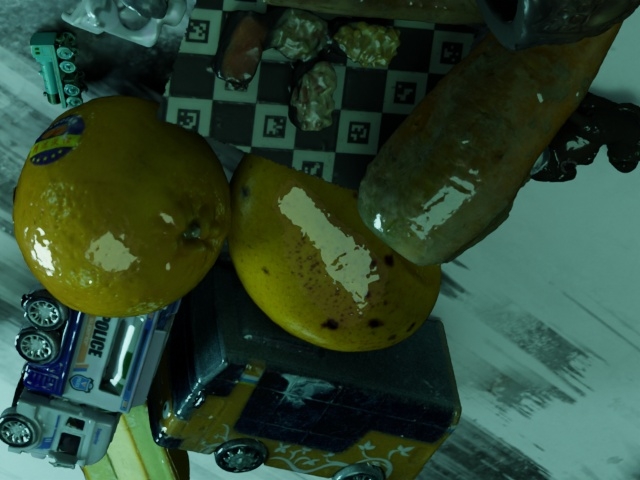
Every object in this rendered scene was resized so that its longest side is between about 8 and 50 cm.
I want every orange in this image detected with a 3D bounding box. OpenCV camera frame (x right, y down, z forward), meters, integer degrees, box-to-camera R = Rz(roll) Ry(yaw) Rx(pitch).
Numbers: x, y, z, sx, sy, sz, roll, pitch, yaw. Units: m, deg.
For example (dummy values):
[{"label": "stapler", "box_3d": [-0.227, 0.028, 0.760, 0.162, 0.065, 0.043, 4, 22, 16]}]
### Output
[{"label": "orange", "box_3d": [-0.191, -0.033, 1.658, 0.193, 0.219, 0.219, -6, 139, 25]}]

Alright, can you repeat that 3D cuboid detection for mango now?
[{"label": "mango", "box_3d": [0.000, 0.000, 1.761, 0.191, 0.160, 0.290, -17, 131, 21]}]

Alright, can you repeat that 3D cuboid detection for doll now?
[{"label": "doll", "box_3d": [0.265, -0.104, 1.753, 0.165, 0.057, 0.139, 29, 124, -37]}]

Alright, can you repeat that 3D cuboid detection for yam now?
[{"label": "yam", "box_3d": [0.056, -0.232, 1.576, 0.241, 0.057, 0.057, 1, 137, -21]}]

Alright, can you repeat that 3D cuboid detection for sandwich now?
[{"label": "sandwich", "box_3d": [-0.240, 0.217, 1.966, 0.117, 0.144, 0.187, -20, 135, 11]}]

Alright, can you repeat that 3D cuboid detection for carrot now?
[{"label": "carrot", "box_3d": [0.156, -0.113, 1.599, 0.138, 0.138, 0.302, 31, 96, -32]}]

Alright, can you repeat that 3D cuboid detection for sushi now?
[{"label": "sushi", "box_3d": [0.004, -0.155, 1.609, 0.279, 0.043, 0.193, 19, 97, -21]}]

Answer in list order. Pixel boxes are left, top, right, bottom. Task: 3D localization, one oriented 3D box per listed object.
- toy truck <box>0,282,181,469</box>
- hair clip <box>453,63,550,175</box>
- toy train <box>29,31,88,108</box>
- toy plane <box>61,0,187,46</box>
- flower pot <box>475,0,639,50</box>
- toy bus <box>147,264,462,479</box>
[{"label": "toy truck", "box_3d": [-0.248, 0.123, 1.838, 0.155, 0.124, 0.268, 18, 125, -2]}, {"label": "hair clip", "box_3d": [0.143, -0.119, 1.695, 0.172, 0.049, 0.116, -2, 108, 19]}, {"label": "toy train", "box_3d": [-0.253, -0.164, 1.650, 0.045, 0.029, 0.092, 1, 138, 4]}, {"label": "toy plane", "box_3d": [-0.154, -0.287, 1.469, 0.252, 0.118, 0.252, -7, 121, -12]}, {"label": "flower pot", "box_3d": [0.253, -0.312, 1.406, 0.267, 0.267, 0.267, -15, 137, -6]}, {"label": "toy bus", "box_3d": [-0.017, 0.162, 1.924, 0.323, 0.162, 0.194, 15, 132, -23]}]
